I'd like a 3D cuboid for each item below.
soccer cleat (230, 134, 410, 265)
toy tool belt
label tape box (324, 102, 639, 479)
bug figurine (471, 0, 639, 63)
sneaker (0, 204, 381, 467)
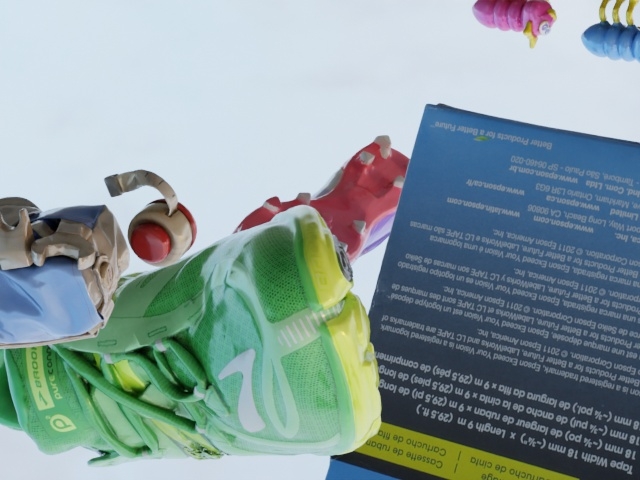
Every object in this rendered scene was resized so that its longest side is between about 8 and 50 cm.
[{"bbox_3d":[0.000,0.000,1.493,0.083,0.095,0.248,35,-141,13],"label":"soccer cleat"},{"bbox_3d":[-0.083,0.012,0.590,0.083,0.052,0.051,-11,-160,25],"label":"toy tool belt"},{"bbox_3d":[0.152,0.092,1.333,0.240,0.334,0.106,14,176,31],"label":"label tape box"},{"bbox_3d":[0.210,-0.247,1.789,0.216,0.279,0.072,12,-114,38],"label":"bug figurine"},{"bbox_3d":[-0.069,0.060,0.849,0.123,0.109,0.295,-18,179,-29],"label":"sneaker"}]
